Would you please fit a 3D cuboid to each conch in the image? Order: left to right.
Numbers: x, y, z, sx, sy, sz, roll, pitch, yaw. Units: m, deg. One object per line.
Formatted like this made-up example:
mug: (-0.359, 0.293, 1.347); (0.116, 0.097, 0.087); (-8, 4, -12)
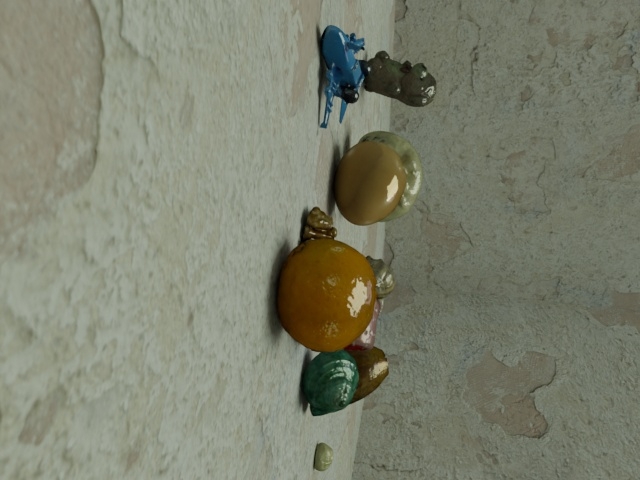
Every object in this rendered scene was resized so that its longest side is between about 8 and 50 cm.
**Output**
conch: (0.027, 0.371, 1.453); (0.202, 0.134, 0.196); (-34, 128, -79)
conch: (0.116, 0.161, 1.829); (0.291, 0.159, 0.210); (-22, 136, -35)

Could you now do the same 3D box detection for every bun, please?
bun: (0.013, 0.674, 1.773); (0.086, 0.054, 0.086); (6, 90, -80)
bun: (0.177, -0.198, 1.773); (0.146, 0.287, 0.288); (-2, 98, -50)

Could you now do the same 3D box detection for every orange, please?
orange: (0.012, 0.104, 1.091); (0.219, 0.192, 0.220); (-12, 90, -77)

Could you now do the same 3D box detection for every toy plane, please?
toy plane: (0.054, -0.389, 1.305); (0.271, 0.105, 0.254); (79, 33, -71)

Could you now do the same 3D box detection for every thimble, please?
thimble: (0.037, 0.176, 1.275); (0.163, 0.189, 0.125); (19, 70, -35)

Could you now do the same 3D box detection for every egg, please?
egg: (0.133, -0.154, 1.599); (0.201, 0.201, 0.245); (78, 32, -61)

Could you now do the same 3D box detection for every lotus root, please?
lotus root: (0.125, 0.413, 1.816); (0.199, 0.179, 0.188); (80, -4, -65)

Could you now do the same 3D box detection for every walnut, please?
walnut: (0.000, 0.000, 1.292); (0.170, 0.069, 0.143); (52, 43, -80)

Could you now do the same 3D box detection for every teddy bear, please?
teddy bear: (0.286, -0.570, 2.041); (0.236, 0.267, 0.151); (-53, 157, -45)
